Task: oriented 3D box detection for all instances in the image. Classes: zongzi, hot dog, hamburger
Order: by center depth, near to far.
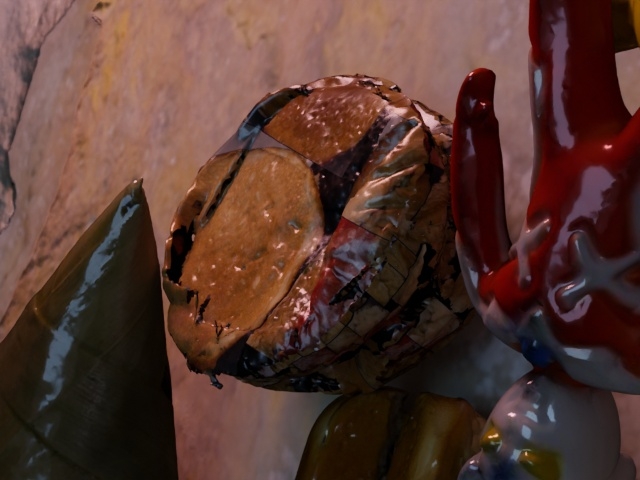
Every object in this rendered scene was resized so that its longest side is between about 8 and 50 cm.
[{"bbox_3d":[0.017,0.250,0.960,0.135,0.100,0.337,5,71,40],"label":"hot dog"},{"bbox_3d":[0.000,0.000,1.012,0.231,0.107,0.231,-25,50,33],"label":"hamburger"},{"bbox_3d":[-0.136,0.151,1.056,0.300,0.145,0.274,-51,54,44],"label":"zongzi"}]

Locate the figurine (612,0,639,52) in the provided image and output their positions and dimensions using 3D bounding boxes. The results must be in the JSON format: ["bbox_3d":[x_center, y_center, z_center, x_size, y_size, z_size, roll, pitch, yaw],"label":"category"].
[{"bbox_3d":[0.261,-0.152,0.847,0.234,0.127,0.185,16,86,51],"label":"figurine"}]

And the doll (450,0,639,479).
[{"bbox_3d":[0.142,-0.006,0.849,0.188,0.099,0.384,25,119,39],"label":"doll"}]
